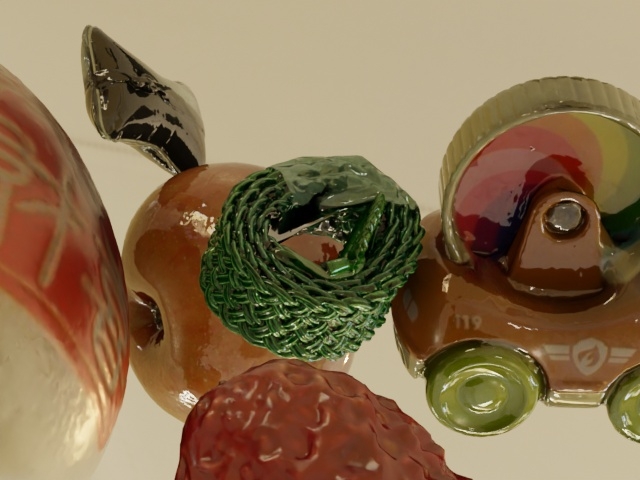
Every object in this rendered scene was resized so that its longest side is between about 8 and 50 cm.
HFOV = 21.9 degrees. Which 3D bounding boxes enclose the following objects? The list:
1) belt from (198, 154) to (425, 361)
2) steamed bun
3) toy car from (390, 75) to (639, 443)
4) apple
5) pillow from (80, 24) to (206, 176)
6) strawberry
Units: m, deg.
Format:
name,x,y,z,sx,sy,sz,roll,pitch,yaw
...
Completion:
name,x,y,z,sx,sy,sz,roll,pitch,yaw
belt,0.000,0.000,1.012,0.121,0.151,0.079,36,-49,14
steamed bun,-0.247,0.023,1.012,0.374,0.241,0.374,-20,90,-88
toy car,0.161,0.002,1.049,0.235,0.145,0.235,0,-56,0
apple,-0.067,0.043,1.189,0.201,0.162,0.201,5,-84,54
pillow,-0.130,-0.096,1.216,0.091,0.055,0.135,51,10,32
strawberry,0.012,0.175,0.809,0.205,0.205,0.244,-27,-92,53
